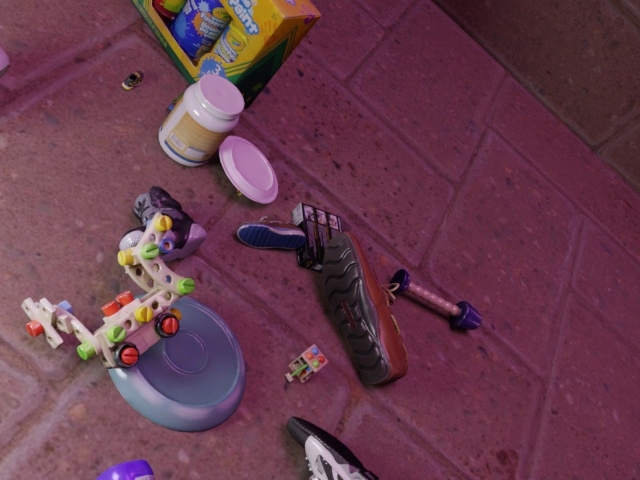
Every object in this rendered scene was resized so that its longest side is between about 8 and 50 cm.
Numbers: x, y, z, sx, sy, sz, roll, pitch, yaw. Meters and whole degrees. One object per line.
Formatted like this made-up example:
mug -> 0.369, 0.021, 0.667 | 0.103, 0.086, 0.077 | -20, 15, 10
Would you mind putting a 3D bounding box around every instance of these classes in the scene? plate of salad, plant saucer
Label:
plate of salad -> -0.186, -0.175, 2.138 | 0.200, 0.048, 0.199 | 34, 37, -31
plant saucer -> -0.280, 0.231, 1.709 | 0.318, 0.044, 0.317 | 24, 43, -24

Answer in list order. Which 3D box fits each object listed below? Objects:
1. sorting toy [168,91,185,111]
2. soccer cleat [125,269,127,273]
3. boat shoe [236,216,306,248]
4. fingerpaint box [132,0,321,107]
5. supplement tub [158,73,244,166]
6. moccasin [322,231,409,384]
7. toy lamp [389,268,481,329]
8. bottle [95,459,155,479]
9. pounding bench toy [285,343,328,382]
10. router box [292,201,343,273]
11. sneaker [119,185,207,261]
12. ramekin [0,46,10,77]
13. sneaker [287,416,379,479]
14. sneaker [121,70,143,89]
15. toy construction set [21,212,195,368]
sorting toy -> -0.348, -0.339, 2.135 | 0.042, 0.061, 0.102 | 52, 6, -21
soccer cleat -> -0.406, 0.037, 1.778 | 0.036, 0.029, 0.083 | 22, 40, -16
boat shoe -> -0.127, -0.021, 2.059 | 0.183, 0.066, 0.066 | 11, 34, -34
fingerpaint box -> -0.268, -0.622, 2.206 | 0.163, 0.371, 0.444 | -22, 74, -49
supplement tub -> -0.285, -0.288, 2.031 | 0.144, 0.200, 0.144 | 24, 44, -25
moccasin -> 0.117, 0.159, 2.046 | 0.147, 0.139, 0.380 | -3, 63, -54
toy lamp -> 0.316, 0.167, 2.276 | 0.275, 0.080, 0.080 | 26, 43, -20
bottle -> -0.292, 0.511, 1.390 | 0.092, 0.118, 0.282 | -1, 57, -43
pounding bench toy -> -0.034, 0.278, 1.870 | 0.052, 0.065, 0.083 | 51, 39, 6
router box -> 0.000, 0.000, 2.160 | 0.133, 0.046, 0.178 | 19, 46, -30
sneaker -> -0.364, -0.033, 1.800 | 0.153, 0.101, 0.269 | 50, 20, 14
ramekin -> -0.719, -0.332, 1.685 | 0.109, 0.207, 0.207 | 44, 38, -17
sneaker -> 0.025, 0.494, 1.697 | 0.330, 0.146, 0.122 | 40, 4, 30
sneaker -> -0.462, -0.404, 2.106 | 0.031, 0.035, 0.083 | 39, 39, -9
toy construction set -> -0.377, 0.113, 1.578 | 0.328, 0.151, 0.215 | -33, 105, -25
